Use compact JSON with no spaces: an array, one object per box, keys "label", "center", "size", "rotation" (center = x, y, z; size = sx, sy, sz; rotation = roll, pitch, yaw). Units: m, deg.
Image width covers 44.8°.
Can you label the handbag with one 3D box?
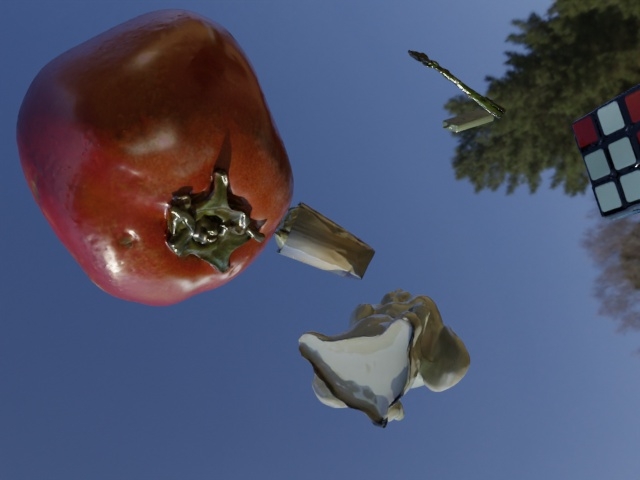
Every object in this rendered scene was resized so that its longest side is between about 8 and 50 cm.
[{"label":"handbag","center":[0.000,0.000,1.299],"size":[0.173,0.117,0.095],"rotation":[23,-90,-9]}]

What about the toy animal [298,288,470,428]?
[{"label":"toy animal","center":[0.125,0.182,1.242],"size":[0.289,0.249,0.174],"rotation":[-16,-85,-40]}]

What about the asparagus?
[{"label":"asparagus","center":[0.261,-0.299,1.475],"size":[0.233,0.023,0.022],"rotation":[30,-124,-19]}]

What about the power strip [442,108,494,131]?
[{"label":"power strip","center":[0.323,-0.264,1.720],"size":[0.136,0.051,0.019],"rotation":[-21,-57,-30]}]

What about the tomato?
[{"label":"tomato","center":[-0.181,-0.097,0.904],"size":[0.290,0.293,0.325],"rotation":[50,176,38]}]

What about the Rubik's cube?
[{"label":"Rubik's cube","center":[0.491,-0.135,1.117],"size":[0.161,0.162,0.163],"rotation":[-13,-97,-27]}]
